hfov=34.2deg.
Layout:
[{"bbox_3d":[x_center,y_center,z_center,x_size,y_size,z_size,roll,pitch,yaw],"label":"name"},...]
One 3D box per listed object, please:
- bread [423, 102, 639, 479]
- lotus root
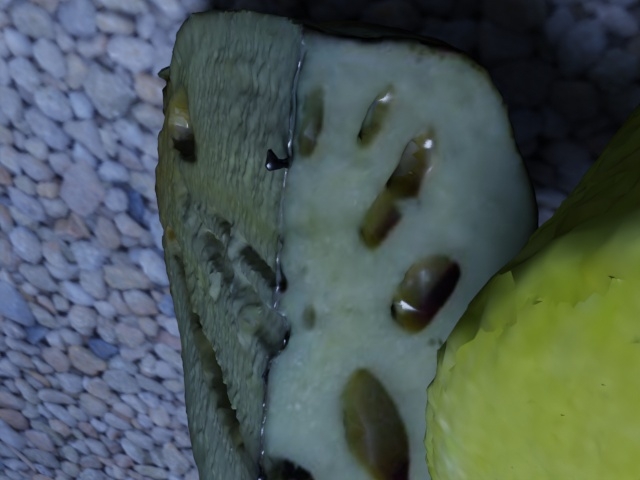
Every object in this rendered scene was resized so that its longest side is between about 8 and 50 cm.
[{"bbox_3d":[0.239,0.048,0.418,0.348,0.307,0.348,17,138,16],"label":"bread"},{"bbox_3d":[-0.005,0.008,0.586,0.149,0.260,0.267,1,104,-20],"label":"lotus root"}]
